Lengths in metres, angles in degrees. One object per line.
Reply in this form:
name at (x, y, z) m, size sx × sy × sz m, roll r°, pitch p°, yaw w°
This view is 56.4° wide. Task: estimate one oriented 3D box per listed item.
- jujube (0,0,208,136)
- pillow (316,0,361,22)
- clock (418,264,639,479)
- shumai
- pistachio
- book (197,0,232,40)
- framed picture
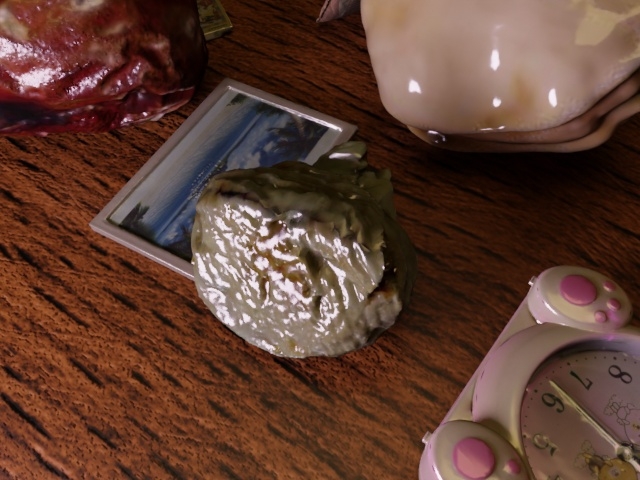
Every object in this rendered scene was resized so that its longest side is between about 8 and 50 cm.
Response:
jujube at (-0.351, -0.275, 0.812) m, size 0.377 × 0.276 × 0.276 m, roll -17°, pitch 56°, yaw -7°
pillow at (0.067, -0.412, 0.929) m, size 0.135 × 0.211 × 0.034 m, roll -25°, pitch 86°, yaw -16°
clock at (0.276, 0.197, 0.533) m, size 0.310 × 0.114 × 0.284 m, roll 32°, pitch 60°, yaw 21°
shumai at (-0.001, 0.001, 0.672) m, size 0.256 × 0.189 × 0.218 m, roll 22°, pitch 37°, yaw 19°
pistachio at (0.236, -0.284, 0.775) m, size 0.445 × 0.281 × 0.365 m, roll 39°, pitch 95°, yaw 38°
book at (-0.258, -0.396, 1.041) m, size 0.168 × 0.013 × 0.192 m, roll -20°, pitch 55°, yaw -11°
framed picture at (-0.121, -0.086, 0.805) m, size 0.232 × 0.024 × 0.314 m, roll 24°, pitch 59°, yaw 18°
